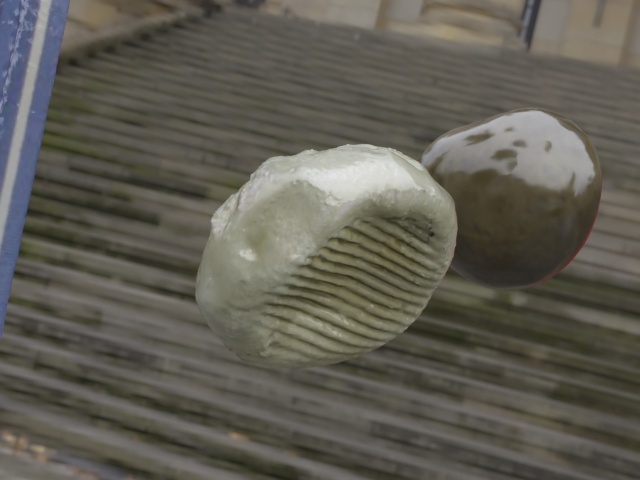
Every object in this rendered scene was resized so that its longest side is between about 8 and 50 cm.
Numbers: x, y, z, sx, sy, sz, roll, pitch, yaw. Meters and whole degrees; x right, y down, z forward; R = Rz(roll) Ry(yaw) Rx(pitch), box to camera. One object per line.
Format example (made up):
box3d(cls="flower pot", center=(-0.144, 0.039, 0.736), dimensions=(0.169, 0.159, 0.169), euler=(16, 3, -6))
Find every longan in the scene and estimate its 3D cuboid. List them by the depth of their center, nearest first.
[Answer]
box3d(cls="longan", center=(0.242, -0.059, 1.725), dimensions=(0.246, 0.246, 0.215), euler=(14, -5, 2))

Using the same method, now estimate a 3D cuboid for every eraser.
box3d(cls="eraser", center=(-0.177, -0.052, 0.672), dimensions=(0.082, 0.225, 0.036), euler=(7, -6, 33))

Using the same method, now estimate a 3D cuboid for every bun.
box3d(cls="bun", center=(0.000, 0.000, 1.082), dimensions=(0.231, 0.231, 0.133), euler=(15, 33, -47))
